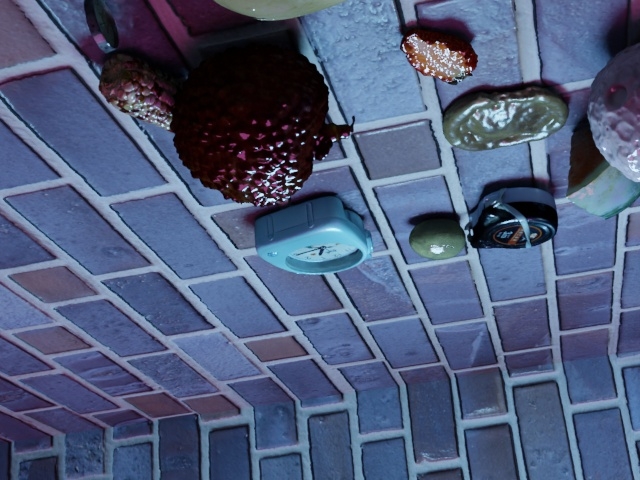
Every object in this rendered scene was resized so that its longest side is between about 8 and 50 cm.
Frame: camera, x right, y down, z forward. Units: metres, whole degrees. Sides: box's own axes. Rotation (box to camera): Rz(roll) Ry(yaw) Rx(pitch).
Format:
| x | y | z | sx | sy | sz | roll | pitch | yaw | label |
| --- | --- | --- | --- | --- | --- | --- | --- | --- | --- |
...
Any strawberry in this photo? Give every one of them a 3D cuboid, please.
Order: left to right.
| x | y | z | sx | sy | sz | roll | pitch | yaw | label |
| --- | --- | --- | --- | --- | --- | --- | --- | --- | --- |
| 0.197 | -0.311 | 1.789 | 0.152 | 0.048 | 0.103 | 32 | 146 | -34 | strawberry |

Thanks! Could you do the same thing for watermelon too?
| x | y | z | sx | sy | sz | roll | pitch | yaw | label |
| --- | --- | --- | --- | --- | --- | --- | --- | --- | --- |
| 0.566 | -0.150 | 2.079 | 0.175 | 0.260 | 0.256 | 5 | 141 | 11 | watermelon |

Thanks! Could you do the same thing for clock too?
| x | y | z | sx | sy | sz | roll | pitch | yaw | label |
| --- | --- | --- | --- | --- | --- | --- | --- | --- | --- |
| -0.325 | -0.321 | 1.602 | 0.017 | 0.085 | 0.085 | -17 | 155 | 11 | clock |
| 0.000 | 0.000 | 2.406 | 0.223 | 0.094 | 0.274 | -16 | 156 | 25 | clock |

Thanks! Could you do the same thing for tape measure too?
| x | y | z | sx | sy | sz | roll | pitch | yaw | label |
| --- | --- | --- | --- | --- | --- | --- | --- | --- | --- |
| 0.427 | -0.049 | 2.363 | 0.180 | 0.107 | 0.182 | 2 | 156 | -9 | tape measure |

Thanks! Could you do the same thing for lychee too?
| x | y | z | sx | sy | sz | roll | pitch | yaw | label |
| --- | --- | --- | --- | --- | --- | --- | --- | --- | --- |
| -0.096 | -0.187 | 1.740 | 0.299 | 0.264 | 0.264 | 5 | 158 | 7 | lychee |

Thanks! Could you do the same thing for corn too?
| x | y | z | sx | sy | sz | roll | pitch | yaw | label |
| --- | --- | --- | --- | --- | --- | --- | --- | --- | --- |
| -0.261 | -0.231 | 1.826 | 0.092 | 0.092 | 0.280 | -19 | 155 | 29 | corn |

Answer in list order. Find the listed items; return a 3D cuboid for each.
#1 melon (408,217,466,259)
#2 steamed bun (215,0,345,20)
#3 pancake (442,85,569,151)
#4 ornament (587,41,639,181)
| x | y | z | sx | sy | sz | roll | pitch | yaw | label |
| --- | --- | --- | --- | --- | --- | --- | --- | --- | --- |
| 0.266 | -0.003 | 2.446 | 0.130 | 0.098 | 0.098 | -4 | 157 | -12 | melon |
| -0.053 | -0.371 | 1.406 | 0.231 | 0.166 | 0.273 | -16 | 165 | 26 | steamed bun |
| 0.348 | -0.223 | 2.026 | 0.236 | 0.042 | 0.222 | 1 | 154 | -16 | pancake |
| 0.575 | -0.218 | 1.825 | 0.259 | 0.260 | 0.225 | 15 | 149 | -38 | ornament |
